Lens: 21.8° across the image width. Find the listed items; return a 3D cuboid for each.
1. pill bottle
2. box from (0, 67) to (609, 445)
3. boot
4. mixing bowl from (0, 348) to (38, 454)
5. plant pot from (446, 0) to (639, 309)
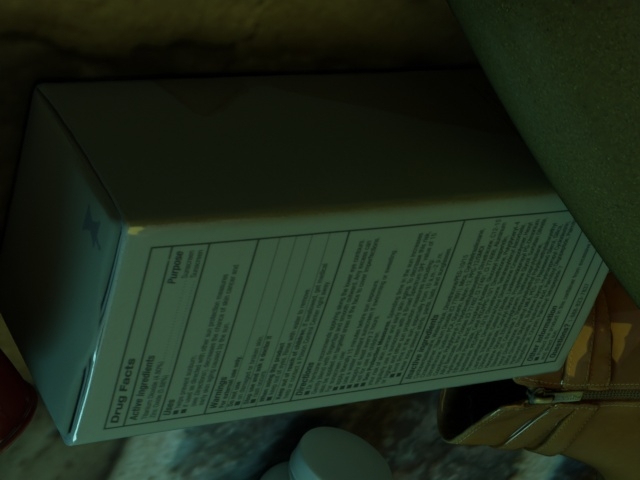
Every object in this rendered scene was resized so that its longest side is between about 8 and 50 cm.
[{"bbox_3d":[-0.017,0.202,1.087,0.087,0.087,0.160,6,125,-38],"label":"pill bottle"},{"bbox_3d":[0.000,0.000,0.877,0.311,0.121,0.148,-4,131,-32],"label":"box"},{"bbox_3d":[0.181,0.127,1.132,0.220,0.109,0.283,-8,131,-30],"label":"boot"},{"bbox_3d":[-0.234,0.063,0.766,0.181,0.181,0.098,-23,106,-14],"label":"mixing bowl"},{"bbox_3d":[0.202,-0.056,0.792,0.237,0.237,0.254,-21,95,-17],"label":"plant pot"}]
